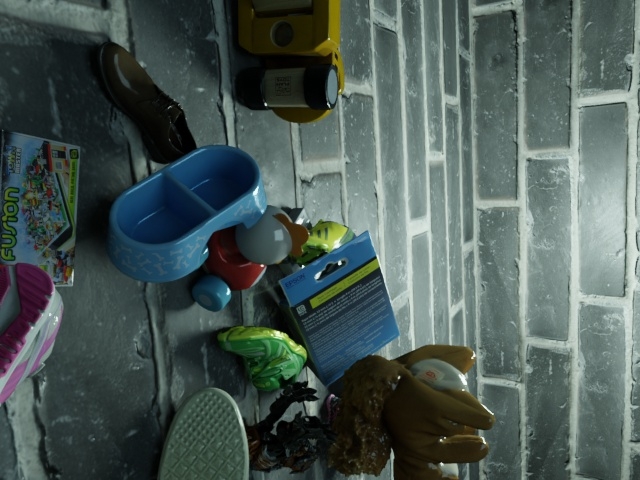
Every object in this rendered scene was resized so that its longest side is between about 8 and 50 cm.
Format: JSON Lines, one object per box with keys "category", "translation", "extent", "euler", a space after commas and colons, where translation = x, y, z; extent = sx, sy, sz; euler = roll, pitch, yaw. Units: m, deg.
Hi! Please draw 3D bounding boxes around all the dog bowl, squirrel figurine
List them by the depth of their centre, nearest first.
{"category": "dog bowl", "translation": [-0.216, -0.059, 0.847], "extent": [0.297, 0.166, 0.074], "euler": [-40, 159, -33]}
{"category": "squirrel figurine", "translation": [0.207, 0.481, 1.283], "extent": [0.281, 0.396, 0.371], "euler": [-94, -170, -66]}

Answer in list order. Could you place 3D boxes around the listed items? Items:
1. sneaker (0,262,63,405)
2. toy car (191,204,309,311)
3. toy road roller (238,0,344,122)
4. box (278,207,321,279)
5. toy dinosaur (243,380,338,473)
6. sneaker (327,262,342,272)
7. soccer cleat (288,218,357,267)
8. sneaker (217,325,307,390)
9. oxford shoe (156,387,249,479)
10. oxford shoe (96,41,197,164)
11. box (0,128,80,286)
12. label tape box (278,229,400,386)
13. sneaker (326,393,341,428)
{"category": "sneaker", "translation": [-0.405, 0.155, 0.644], "extent": [0.252, 0.103, 0.111], "euler": [-57, 173, -15]}
{"category": "toy car", "translation": [-0.122, 0.008, 0.983], "extent": [0.219, 0.238, 0.210], "euler": [-55, 136, -42]}
{"category": "toy road roller", "translation": [-0.045, -0.432, 1.147], "extent": [0.240, 0.202, 0.330], "euler": [-33, 124, -68]}
{"category": "box", "translation": [-0.051, 0.033, 1.295], "extent": [0.145, 0.038, 0.186], "euler": [-62, 139, -38]}
{"category": "toy dinosaur", "translation": [-0.090, 0.442, 1.131], "extent": [0.218, 0.164, 0.322], "euler": [-42, 153, 8]}
{"category": "sneaker", "translation": [0.058, 0.127, 1.451], "extent": [0.115, 0.090, 0.232], "euler": [17, 68, -51]}
{"category": "soccer cleat", "translation": [-0.001, 0.001, 1.285], "extent": [0.289, 0.093, 0.121], "euler": [4, 57, -56]}
{"category": "sneaker", "translation": [-0.117, 0.265, 1.125], "extent": [0.295, 0.109, 0.124], "euler": [42, 52, -52]}
{"category": "oxford shoe", "translation": [-0.217, 0.508, 0.966], "extent": [0.130, 0.169, 0.450], "euler": [147, -60, -78]}
{"category": "oxford shoe", "translation": [-0.278, -0.231, 0.855], "extent": [0.227, 0.096, 0.083], "euler": [59, 45, -40]}
{"category": "box", "translation": [-0.401, -0.039, 0.712], "extent": [0.114, 0.036, 0.207], "euler": [4, 87, -59]}
{"category": "label tape box", "translation": [0.039, 0.157, 1.274], "extent": [0.249, 0.115, 0.348], "euler": [-30, 121, -17]}
{"category": "sneaker", "translation": [0.052, 0.501, 1.466], "extent": [0.047, 0.057, 0.119], "euler": [-33, 120, -56]}
